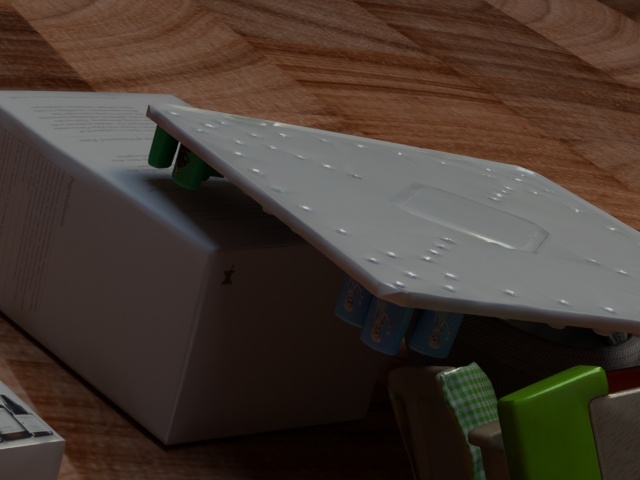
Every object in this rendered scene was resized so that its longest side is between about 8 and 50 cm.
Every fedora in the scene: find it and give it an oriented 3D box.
[{"bbox_3d":[0.156,0.077,1.663,0.275,0.124,0.244,37,30,31],"label":"fedora"}]

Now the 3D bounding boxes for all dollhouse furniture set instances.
[{"bbox_3d":[0.161,0.161,1.152,0.151,0.197,0.301,-11,0,-11],"label":"dollhouse furniture set"}]

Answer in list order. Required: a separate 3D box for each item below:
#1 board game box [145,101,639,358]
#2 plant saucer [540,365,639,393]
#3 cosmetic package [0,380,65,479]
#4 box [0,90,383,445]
[{"bbox_3d":[0.108,0.004,1.428,0.390,0.050,0.390,8,17,-33],"label":"board game box"},{"bbox_3d":[0.319,0.159,1.319,0.259,0.047,0.258,-4,24,-39],"label":"plant saucer"},{"bbox_3d":[-0.297,0.144,1.253,0.239,0.060,0.099,-3,25,-42],"label":"cosmetic package"},{"bbox_3d":[-0.126,0.010,1.585,0.215,0.168,0.345,-2,25,-42],"label":"box"}]
